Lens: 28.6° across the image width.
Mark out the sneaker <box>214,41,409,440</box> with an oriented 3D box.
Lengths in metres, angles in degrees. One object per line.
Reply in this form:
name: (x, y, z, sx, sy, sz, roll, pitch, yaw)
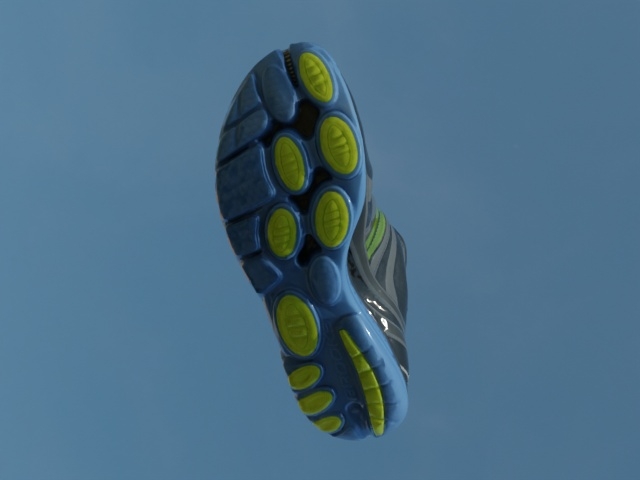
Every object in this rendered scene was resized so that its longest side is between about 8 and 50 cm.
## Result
sneaker: (0.000, 0.000, 0.568, 0.067, 0.078, 0.188, -9, -64, 12)
